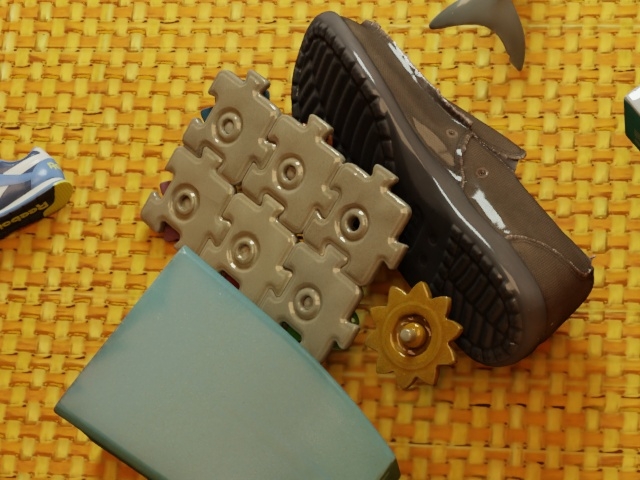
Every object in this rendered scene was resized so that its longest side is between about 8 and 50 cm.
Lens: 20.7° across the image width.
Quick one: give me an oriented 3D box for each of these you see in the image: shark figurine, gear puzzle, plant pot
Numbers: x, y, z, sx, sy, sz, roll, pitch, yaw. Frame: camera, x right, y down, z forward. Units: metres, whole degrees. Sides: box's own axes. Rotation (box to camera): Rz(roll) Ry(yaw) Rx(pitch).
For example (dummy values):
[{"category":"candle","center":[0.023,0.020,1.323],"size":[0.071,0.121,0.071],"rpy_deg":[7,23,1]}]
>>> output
[{"category":"shark figurine","center":[0.152,-0.305,1.573],"size":[0.166,0.116,0.278],"rpy_deg":[-43,55,30]},{"category":"gear puzzle","center":[0.000,0.000,1.476],"size":[0.339,0.044,0.175],"rpy_deg":[39,106,30]},{"category":"plant pot","center":[-0.058,0.153,1.413],"size":[0.234,0.165,0.166],"rpy_deg":[35,80,13]}]

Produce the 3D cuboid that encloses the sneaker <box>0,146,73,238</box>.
[{"category":"sneaker","center":[-0.298,-0.036,1.583],"size":[0.144,0.053,0.059],"rpy_deg":[-24,68,-8]}]

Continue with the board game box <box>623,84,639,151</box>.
[{"category":"board game box","center":[0.452,-0.103,1.393],"size":[0.336,0.079,0.254],"rpy_deg":[-35,66,-4]}]

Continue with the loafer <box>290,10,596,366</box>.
[{"category":"loafer","center":[0.100,-0.050,1.490],"size":[0.130,0.134,0.366],"rpy_deg":[-14,60,-35]}]
